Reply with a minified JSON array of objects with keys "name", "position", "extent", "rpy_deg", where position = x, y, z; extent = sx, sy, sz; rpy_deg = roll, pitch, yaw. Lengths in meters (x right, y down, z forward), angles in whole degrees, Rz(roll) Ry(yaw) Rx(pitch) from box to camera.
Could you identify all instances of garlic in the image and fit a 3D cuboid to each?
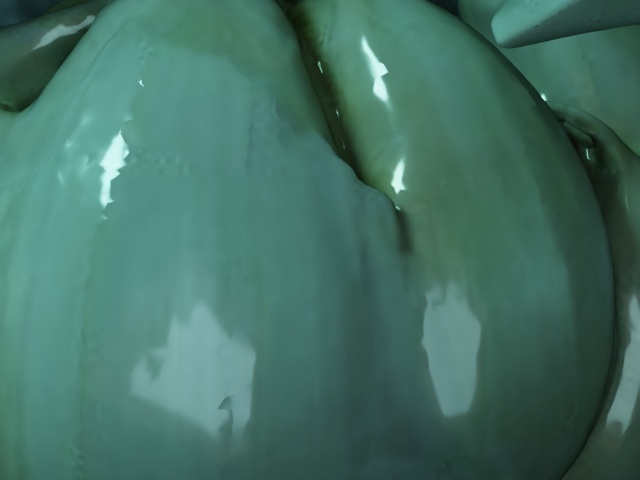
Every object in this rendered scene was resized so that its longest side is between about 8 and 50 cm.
[{"name":"garlic","position":[-0.005,0.006,0.537],"extent":[0.281,0.185,0.203],"rpy_deg":[0,110,-1]}]

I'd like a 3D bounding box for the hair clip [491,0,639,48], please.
[{"name":"hair clip","position":[0.177,-0.148,0.456],"extent":[0.113,0.172,0.282],"rpy_deg":[36,74,-2]}]
